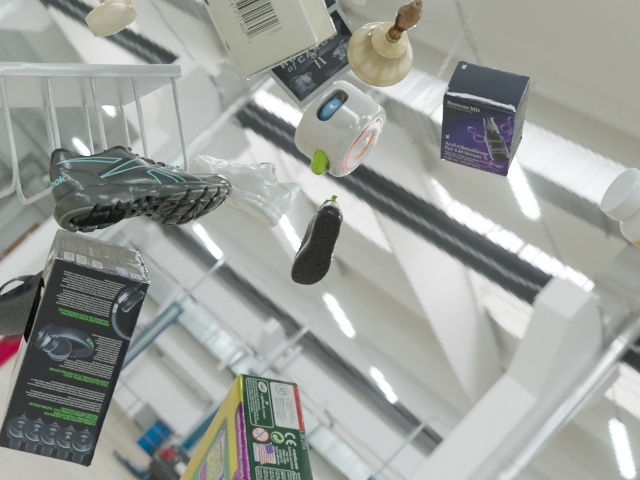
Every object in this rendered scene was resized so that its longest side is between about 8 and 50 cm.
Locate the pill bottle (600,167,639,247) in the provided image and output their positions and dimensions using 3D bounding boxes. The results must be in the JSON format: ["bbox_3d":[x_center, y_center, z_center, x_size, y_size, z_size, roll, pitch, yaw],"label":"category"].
[{"bbox_3d":[0.569,-0.028,1.559,0.208,0.117,0.117,32,-10,-10],"label":"pill bottle"}]

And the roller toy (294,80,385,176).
[{"bbox_3d":[0.041,-0.256,2.149,0.146,0.191,0.209,37,29,15],"label":"roller toy"}]

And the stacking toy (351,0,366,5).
[{"bbox_3d":[-0.031,-0.642,2.041,0.309,0.130,0.279,3,33,-49],"label":"stacking toy"}]

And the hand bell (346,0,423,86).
[{"bbox_3d":[0.131,-0.360,1.645,0.126,0.126,0.242,46,-13,-1],"label":"hand bell"}]

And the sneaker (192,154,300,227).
[{"bbox_3d":[-0.119,-0.101,1.578,0.212,0.094,0.080,32,-16,33],"label":"sneaker"}]

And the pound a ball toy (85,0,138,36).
[{"bbox_3d":[-0.427,-0.438,1.449,0.319,0.136,0.208,45,-16,43],"label":"pound a ball toy"}]

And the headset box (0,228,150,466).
[{"bbox_3d":[-0.352,0.150,1.346,0.131,0.283,0.246,18,4,-17],"label":"headset box"}]

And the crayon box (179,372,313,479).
[{"bbox_3d":[-0.112,0.427,1.335,0.106,0.313,0.363,14,36,-21],"label":"crayon box"}]

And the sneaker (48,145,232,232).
[{"bbox_3d":[-0.236,-0.081,1.276,0.101,0.267,0.106,-42,-117,41],"label":"sneaker"}]

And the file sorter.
[{"bbox_3d":[-0.357,-0.150,1.380,0.193,0.278,0.173,-12,-94,52],"label":"file sorter"}]

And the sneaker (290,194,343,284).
[{"bbox_3d":[0.000,0.000,2.242,0.084,0.234,0.097,22,29,-10],"label":"sneaker"}]

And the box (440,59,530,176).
[{"bbox_3d":[0.333,-0.248,1.948,0.153,0.108,0.207,16,-30,17],"label":"box"}]

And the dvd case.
[{"bbox_3d":[-0.011,-0.353,1.807,0.029,0.179,0.239,55,7,20],"label":"dvd case"}]

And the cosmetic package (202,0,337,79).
[{"bbox_3d":[-0.067,-0.321,1.293,0.309,0.113,0.160,-70,136,-73],"label":"cosmetic package"}]

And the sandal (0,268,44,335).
[{"bbox_3d":[-0.474,0.087,1.582,0.097,0.255,0.054,46,20,-53],"label":"sandal"}]
